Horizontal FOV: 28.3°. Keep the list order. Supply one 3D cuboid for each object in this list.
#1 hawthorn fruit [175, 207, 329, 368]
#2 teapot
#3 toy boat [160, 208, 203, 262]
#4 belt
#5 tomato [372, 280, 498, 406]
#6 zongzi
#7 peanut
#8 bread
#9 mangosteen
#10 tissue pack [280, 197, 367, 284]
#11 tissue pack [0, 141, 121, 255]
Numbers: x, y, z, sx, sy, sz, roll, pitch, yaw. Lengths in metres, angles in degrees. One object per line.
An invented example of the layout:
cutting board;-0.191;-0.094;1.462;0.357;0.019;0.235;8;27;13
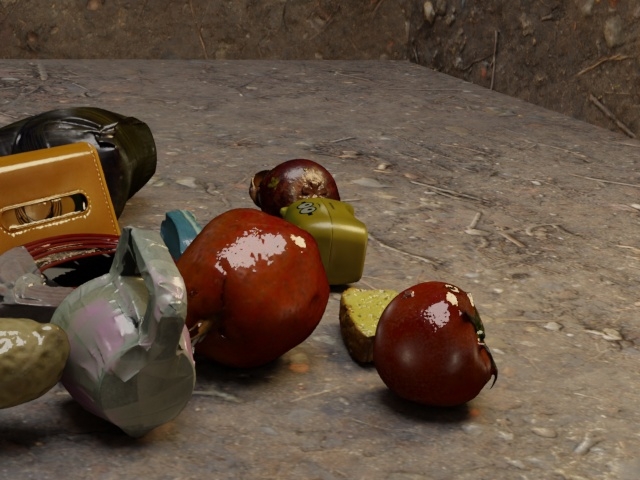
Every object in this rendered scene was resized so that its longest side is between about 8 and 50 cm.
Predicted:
hawthorn fruit;-0.112;0.080;1.698;0.211;0.211;0.299;13;33;22
teapot;-0.208;0.120;1.508;0.163;0.221;0.178;37;2;-36
toy boat;-0.196;0.009;2.069;0.102;0.088;0.215;4;15;-18
belt;-0.326;0.085;1.724;0.227;0.115;0.324;16;20;21
tomato;0.145;0.143;1.651;0.167;0.167;0.167;5;17;-2
zongzi;-0.526;-0.129;2.285;0.432;0.207;0.403;-5;11;5
peanut;-0.407;0.158;1.428;0.257;0.123;0.123;-15;23;-15
bread;0.082;0.123;1.828;0.103;0.065;0.187;3;16;-14
mangosteen;-0.043;-0.077;2.316;0.146;0.156;0.181;-33;5;-7
tissue pack;0.000;0.000;2.096;0.127;0.123;0.178;2;18;-10
tissue pack;-0.451;-0.032;1.880;0.145;0.194;0.274;-16;3;35
